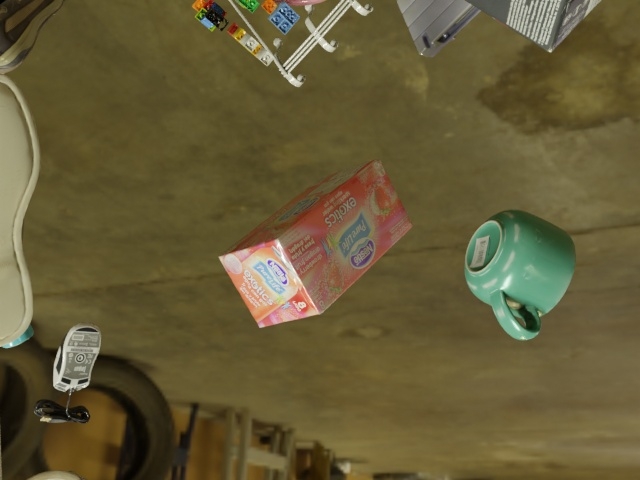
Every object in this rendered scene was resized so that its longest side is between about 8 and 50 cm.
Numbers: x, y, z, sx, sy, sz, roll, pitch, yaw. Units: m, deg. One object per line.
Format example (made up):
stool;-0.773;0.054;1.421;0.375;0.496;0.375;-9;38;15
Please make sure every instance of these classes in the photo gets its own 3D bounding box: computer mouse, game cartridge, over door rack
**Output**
computer mouse;-0.435;0.229;1.591;0.106;0.192;0.042;11;-171;-38
game cartridge;0.288;-0.567;1.819;0.068;0.230;0.355;5;149;-37
over door rack;-0.068;-0.523;1.906;0.239;0.324;0.108;-43;176;28

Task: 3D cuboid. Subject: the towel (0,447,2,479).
towel;-0.360;0.170;0.622;0.038;0.247;0.325;7;-170;32

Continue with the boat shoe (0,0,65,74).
boat shoe;-0.603;-0.480;1.790;0.132;0.355;0.130;-11;136;25

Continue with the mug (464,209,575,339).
mug;0.249;0.032;1.152;0.097;0.157;0.129;24;112;-21

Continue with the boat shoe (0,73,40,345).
boat shoe;-0.394;-0.039;1.051;0.117;0.324;0.097;-11;-154;-35

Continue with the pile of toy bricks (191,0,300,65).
pile of toy bricks;-0.125;-0.337;1.187;0.118;0.105;0.212;-49;128;5

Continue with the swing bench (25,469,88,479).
swing bench;-0.467;0.568;1.657;0.165;0.254;0.253;-2;153;20

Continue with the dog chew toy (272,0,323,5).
dog chew toy;-0.033;-0.511;1.283;0.207;0.331;0.206;1;171;0

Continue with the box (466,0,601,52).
box;0.247;-0.401;1.174;0.270;0.165;0.143;39;158;19

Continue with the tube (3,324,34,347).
tube;-0.507;0.064;1.385;0.080;0.207;0.052;-13;-160;19

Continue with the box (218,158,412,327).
box;0.000;0.000;1.508;0.154;0.142;0.300;-17;-163;44
